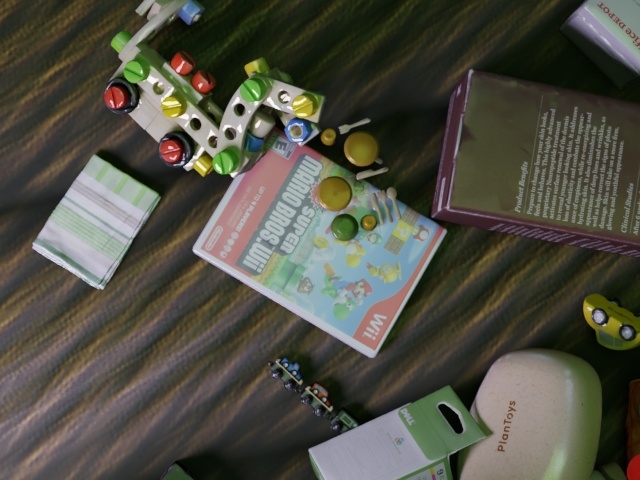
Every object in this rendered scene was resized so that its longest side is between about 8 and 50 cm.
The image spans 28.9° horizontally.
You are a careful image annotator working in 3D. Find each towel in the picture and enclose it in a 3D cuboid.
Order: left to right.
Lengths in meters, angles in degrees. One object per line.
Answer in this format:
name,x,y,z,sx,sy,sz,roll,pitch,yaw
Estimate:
towel,-0.298,-0.026,1.656,0.113,0.023,0.152,32,82,-2

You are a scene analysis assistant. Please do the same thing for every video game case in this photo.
video game case,0.000,0.000,1.677,0.285,0.025,0.204,31,82,-1

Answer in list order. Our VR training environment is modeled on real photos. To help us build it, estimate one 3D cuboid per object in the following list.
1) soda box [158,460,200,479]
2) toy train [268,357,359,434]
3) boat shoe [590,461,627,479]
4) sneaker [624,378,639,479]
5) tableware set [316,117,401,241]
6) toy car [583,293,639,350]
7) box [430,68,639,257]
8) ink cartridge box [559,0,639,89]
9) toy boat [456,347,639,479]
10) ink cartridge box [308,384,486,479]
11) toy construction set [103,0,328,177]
soda box,-0.143,0.362,1.614,0.169,0.053,0.060,42,82,0
toy train,-0.005,0.208,1.654,0.158,0.027,0.036,41,79,0
boat shoe,0.392,0.450,1.625,0.103,0.113,0.302,-18,74,-2
sneaker,0.439,0.271,1.671,0.064,0.067,0.175,2,100,-11
tableware set,0.041,-0.081,1.666,0.104,0.024,0.154,-18,84,-6
toy car,0.480,0.159,1.655,0.224,0.239,0.053,4,121,-27
box,0.353,-0.090,1.660,0.381,0.143,0.191,11,84,-5
ink cartridge box,0.439,-0.318,1.693,0.128,0.127,0.176,45,82,0
toy boat,0.324,0.282,1.570,0.148,0.318,0.268,33,73,-45
ink cartridge box,0.102,0.281,1.608,0.209,0.109,0.062,-24,129,-9
toy construction set,-0.152,-0.213,1.612,0.215,0.151,0.328,-48,70,25
